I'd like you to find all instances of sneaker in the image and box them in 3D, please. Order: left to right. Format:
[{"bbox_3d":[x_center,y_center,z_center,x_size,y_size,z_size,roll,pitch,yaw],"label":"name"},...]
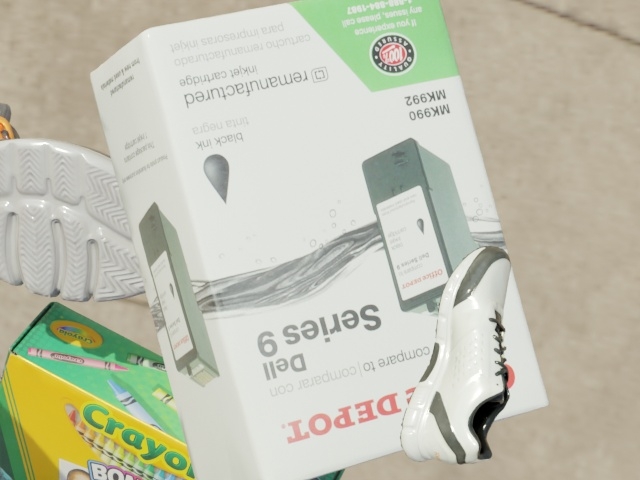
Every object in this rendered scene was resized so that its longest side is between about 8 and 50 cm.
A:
[{"bbox_3d":[-0.234,-0.049,1.521,0.321,0.180,0.125,11,110,10],"label":"sneaker"},{"bbox_3d":[0.075,0.056,0.933,0.040,0.043,0.109,30,73,-54],"label":"sneaker"}]

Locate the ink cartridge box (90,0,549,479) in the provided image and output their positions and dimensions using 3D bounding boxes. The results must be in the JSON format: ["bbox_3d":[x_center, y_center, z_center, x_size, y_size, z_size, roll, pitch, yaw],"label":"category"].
[{"bbox_3d":[0.000,0.000,1.256,0.211,0.121,0.289,-14,86,-25],"label":"ink cartridge box"}]

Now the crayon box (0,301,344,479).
[{"bbox_3d":[-0.134,0.188,1.614,0.081,0.278,0.165,-55,170,-52],"label":"crayon box"}]

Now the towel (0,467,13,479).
[{"bbox_3d":[-0.057,0.282,1.081,0.040,0.271,0.370,-42,120,-1],"label":"towel"}]
